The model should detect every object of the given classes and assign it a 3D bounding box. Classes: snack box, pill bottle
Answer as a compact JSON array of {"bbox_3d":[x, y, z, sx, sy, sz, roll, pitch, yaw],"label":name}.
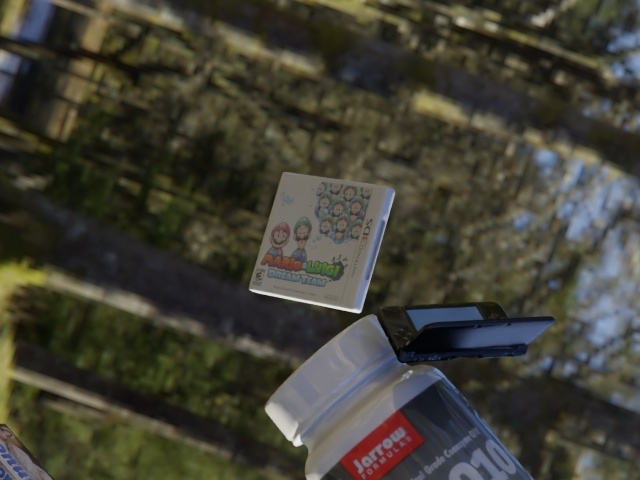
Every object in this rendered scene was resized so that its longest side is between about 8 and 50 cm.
[{"bbox_3d":[-0.338,0.279,1.983,0.022,0.178,0.064,-55,154,16],"label":"snack box"},{"bbox_3d":[0.088,0.216,1.549,0.161,0.283,0.161,-39,170,-9],"label":"pill bottle"}]

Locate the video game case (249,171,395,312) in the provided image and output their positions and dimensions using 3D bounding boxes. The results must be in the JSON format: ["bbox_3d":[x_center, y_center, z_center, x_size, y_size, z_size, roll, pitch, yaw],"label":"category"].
[{"bbox_3d":[0.000,0.000,1.920,0.019,0.157,0.143,25,78,-49],"label":"video game case"}]

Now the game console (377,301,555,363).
[{"bbox_3d":[0.125,0.066,1.489,0.107,0.122,0.071,-116,-149,-51],"label":"game console"}]
